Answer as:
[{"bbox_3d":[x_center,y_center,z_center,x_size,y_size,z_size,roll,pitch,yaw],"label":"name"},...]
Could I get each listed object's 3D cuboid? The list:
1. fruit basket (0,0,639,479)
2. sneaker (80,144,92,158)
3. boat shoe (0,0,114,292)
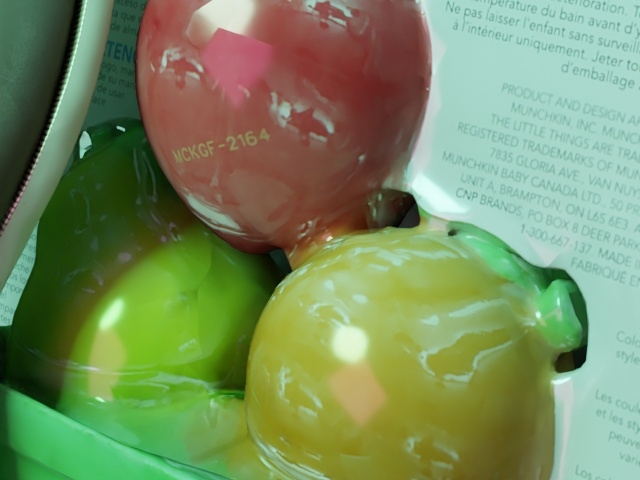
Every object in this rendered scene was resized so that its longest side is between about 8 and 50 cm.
[{"bbox_3d":[0.000,0.000,0.651,0.327,0.165,0.353,18,97,39],"label":"fruit basket"},{"bbox_3d":[-0.143,0.097,0.818,0.111,0.129,0.297,34,113,43],"label":"sneaker"},{"bbox_3d":[-0.164,-0.015,0.627,0.117,0.097,0.324,16,86,51],"label":"boat shoe"}]
